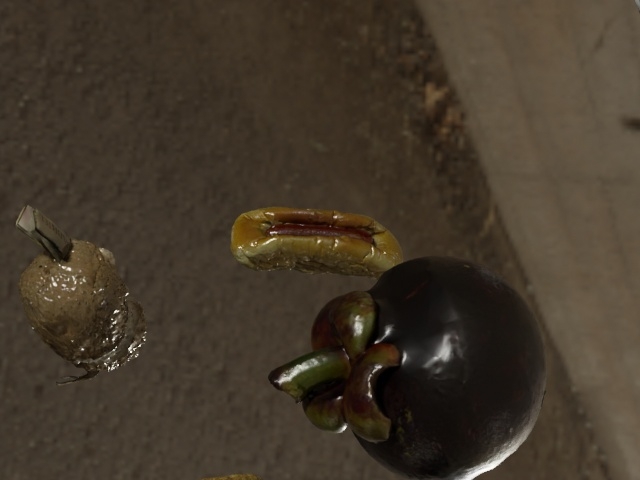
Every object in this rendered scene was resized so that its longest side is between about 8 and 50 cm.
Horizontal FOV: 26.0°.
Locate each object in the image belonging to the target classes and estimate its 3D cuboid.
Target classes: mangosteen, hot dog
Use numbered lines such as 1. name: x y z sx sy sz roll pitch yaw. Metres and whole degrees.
1. mangosteen: 0.072 0.102 1.145 0.194 0.230 0.194 -170 -90 -75
2. hot dog: 0.000 0.000 1.884 0.073 0.242 0.084 113 -21 -52

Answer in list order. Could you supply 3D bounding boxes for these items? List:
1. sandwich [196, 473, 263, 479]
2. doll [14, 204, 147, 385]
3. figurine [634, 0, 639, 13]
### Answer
1. sandwich: -0.217 0.458 2.014 0.254 0.100 0.288 -8 142 -40
2. doll: -0.243 0.057 1.397 0.115 0.105 0.221 -58 155 -32
3. figurine: 0.441 -0.346 1.652 0.253 0.361 0.211 -48 169 -33
